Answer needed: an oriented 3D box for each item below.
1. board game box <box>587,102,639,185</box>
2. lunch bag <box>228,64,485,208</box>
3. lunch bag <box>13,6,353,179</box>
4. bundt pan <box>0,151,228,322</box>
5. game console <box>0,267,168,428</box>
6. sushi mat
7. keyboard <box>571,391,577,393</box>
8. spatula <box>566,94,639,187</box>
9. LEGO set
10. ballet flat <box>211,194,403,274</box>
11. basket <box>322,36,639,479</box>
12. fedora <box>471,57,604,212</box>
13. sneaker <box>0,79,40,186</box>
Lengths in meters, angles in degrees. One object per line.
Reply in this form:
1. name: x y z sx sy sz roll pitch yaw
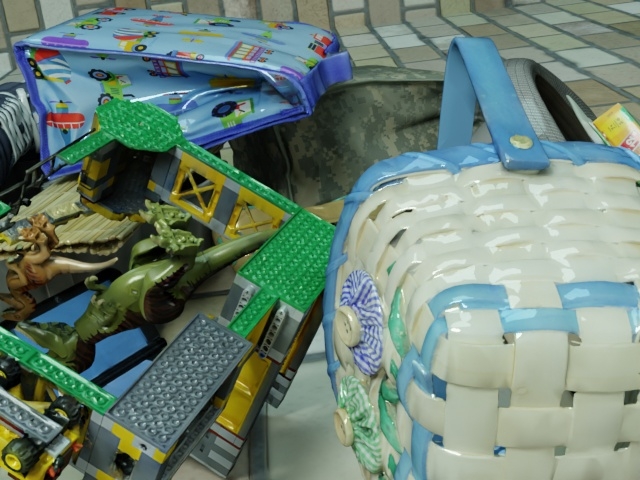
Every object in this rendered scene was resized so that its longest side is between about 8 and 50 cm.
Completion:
1. board game box: 0.301 -0.047 0.814 0.039 0.124 0.259 -43 -20 23
2. lunch bag: 0.047 -0.129 1.150 0.287 0.169 0.235 -17 15 -18
3. lunch bag: -0.113 -0.169 0.955 0.293 0.138 0.221 -4 21 11
4. bundt pan: -0.253 -0.005 0.996 0.330 0.124 0.331 -5 20 2
5. game console: -0.165 0.090 0.764 0.124 0.085 0.144 7 25 34
6. sushi mat: -0.197 -0.044 0.877 0.151 0.019 0.316 -3 20 12
7. keyboard: 0.349 0.089 0.675 0.317 0.033 0.201 -13 21 -13
8. spatula: 0.277 -0.027 0.793 0.019 0.168 0.242 -36 18 18
9. LEGO set: -0.134 0.075 0.603 0.255 0.192 0.331 25 34 1
10. ballet flat: 0.000 0.000 0.983 0.232 0.080 0.073 -8 56 -30
11. basket: 0.101 0.036 0.581 0.201 0.255 0.289 1 30 0
12. fedora: 0.209 -0.044 0.888 0.124 0.244 0.275 -34 -9 24
13. sneaker: -0.325 -0.110 0.986 0.153 0.099 0.282 -18 20 -24
